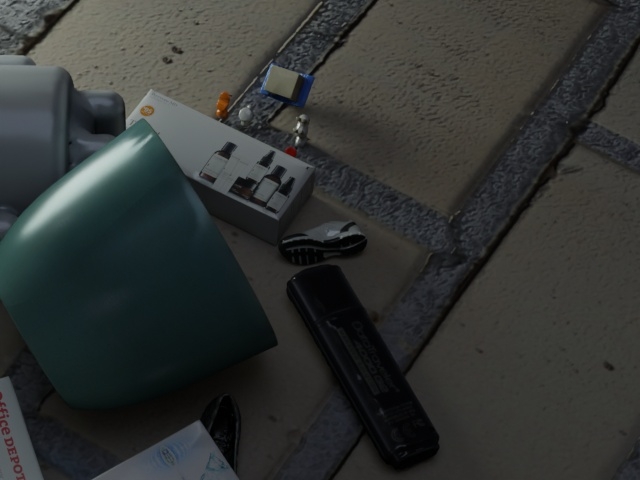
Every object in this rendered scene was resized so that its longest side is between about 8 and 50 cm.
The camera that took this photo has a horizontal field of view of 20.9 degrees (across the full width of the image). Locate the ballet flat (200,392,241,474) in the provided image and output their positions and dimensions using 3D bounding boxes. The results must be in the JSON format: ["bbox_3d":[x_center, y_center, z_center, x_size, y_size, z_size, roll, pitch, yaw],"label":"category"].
[{"bbox_3d":[-0.117,0.249,1.906,0.057,0.049,0.173,4,57,-6],"label":"ballet flat"}]

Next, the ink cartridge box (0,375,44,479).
[{"bbox_3d":[-0.410,0.253,1.850,0.212,0.093,0.154,-13,56,-17],"label":"ink cartridge box"}]

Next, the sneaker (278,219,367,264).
[{"bbox_3d":[0.000,0.000,2.111,0.109,0.040,0.044,-6,39,-14],"label":"sneaker"}]

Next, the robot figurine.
[{"bbox_3d":[-0.407,-0.107,2.042,0.353,0.200,0.300,1,47,-4],"label":"robot figurine"}]

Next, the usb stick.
[{"bbox_3d":[0.047,0.141,2.005,0.077,0.045,0.278,-16,57,-25],"label":"usb stick"}]

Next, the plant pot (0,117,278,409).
[{"bbox_3d":[-0.222,0.049,1.909,0.235,0.293,0.293,-30,61,-6],"label":"plant pot"}]

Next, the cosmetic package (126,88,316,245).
[{"bbox_3d":[-0.133,-0.093,2.146,0.239,0.060,0.099,26,55,13],"label":"cosmetic package"}]

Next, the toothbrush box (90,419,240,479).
[{"bbox_3d":[-0.139,0.367,1.751,0.216,0.126,0.295,-27,68,-22],"label":"toothbrush box"}]

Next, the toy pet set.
[{"bbox_3d":[-0.064,-0.169,2.223,0.122,0.065,0.114,20,90,12],"label":"toy pet set"}]
